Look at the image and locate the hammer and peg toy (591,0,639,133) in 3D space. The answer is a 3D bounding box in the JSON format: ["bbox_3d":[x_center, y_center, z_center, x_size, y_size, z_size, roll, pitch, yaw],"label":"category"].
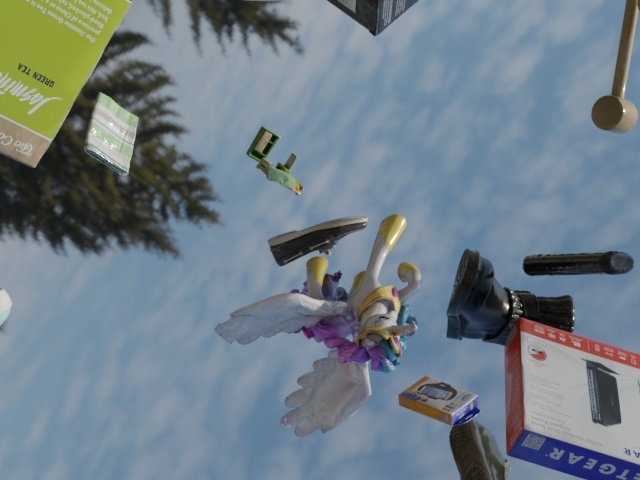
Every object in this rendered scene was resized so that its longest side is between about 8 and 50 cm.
[{"bbox_3d":[0.562,-0.280,1.559,0.361,0.127,0.266,-4,-90,44],"label":"hammer and peg toy"}]

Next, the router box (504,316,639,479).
[{"bbox_3d":[0.521,0.319,1.961,0.301,0.335,0.082,-79,-172,-52],"label":"router box"}]

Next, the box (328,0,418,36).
[{"bbox_3d":[0.089,-0.452,1.712,0.158,0.156,0.093,-43,160,-21],"label":"box"}]

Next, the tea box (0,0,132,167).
[{"bbox_3d":[-0.377,-0.304,1.101,0.329,0.220,0.323,34,-87,45],"label":"tea box"}]

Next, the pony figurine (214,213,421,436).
[{"bbox_3d":[0.032,0.144,1.871,0.351,0.303,0.363,-28,-155,22],"label":"pony figurine"}]

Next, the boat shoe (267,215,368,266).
[{"bbox_3d":[0.000,0.000,2.062,0.206,0.065,0.075,-15,-172,0],"label":"boat shoe"}]

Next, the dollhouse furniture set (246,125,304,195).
[{"bbox_3d":[-0.072,-0.139,1.763,0.058,0.076,0.152,-57,-147,9],"label":"dollhouse furniture set"}]

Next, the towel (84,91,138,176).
[{"bbox_3d":[-0.425,-0.219,2.110,0.023,0.113,0.152,-20,-130,34],"label":"towel"}]

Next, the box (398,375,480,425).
[{"bbox_3d":[0.216,0.287,1.834,0.136,0.028,0.081,13,-151,42],"label":"box"}]

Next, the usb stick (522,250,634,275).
[{"bbox_3d":[0.487,0.046,1.968,0.278,0.077,0.045,173,-78,-68],"label":"usb stick"}]

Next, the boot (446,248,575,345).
[{"bbox_3d":[0.400,0.135,2.126,0.348,0.260,0.131,76,28,-68],"label":"boot"}]

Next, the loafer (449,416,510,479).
[{"bbox_3d":[0.323,0.457,1.985,0.102,0.092,0.268,-56,-152,38],"label":"loafer"}]

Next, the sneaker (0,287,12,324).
[{"bbox_3d":[-0.625,0.232,1.696,0.366,0.150,0.135,-40,-167,4],"label":"sneaker"}]
